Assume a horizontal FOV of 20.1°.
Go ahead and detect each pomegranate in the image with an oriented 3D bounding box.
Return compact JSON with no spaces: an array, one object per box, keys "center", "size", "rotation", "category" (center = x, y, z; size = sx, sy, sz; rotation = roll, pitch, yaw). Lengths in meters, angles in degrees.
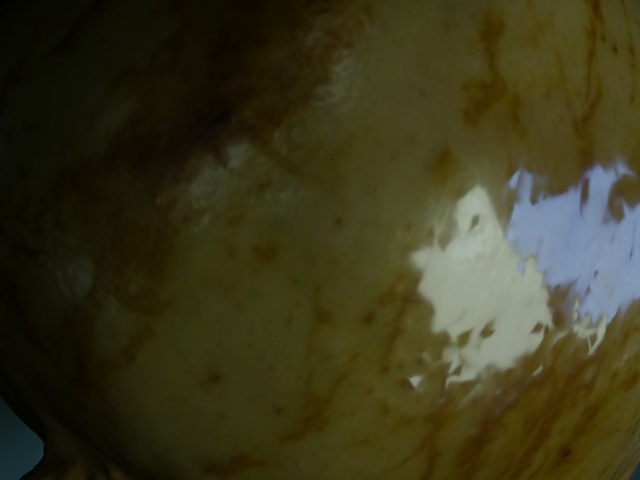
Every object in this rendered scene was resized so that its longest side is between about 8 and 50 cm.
[{"center":[0.000,0.000,0.529],"size":[0.248,0.248,0.248],"rotation":[-44,147,-38],"category":"pomegranate"}]
